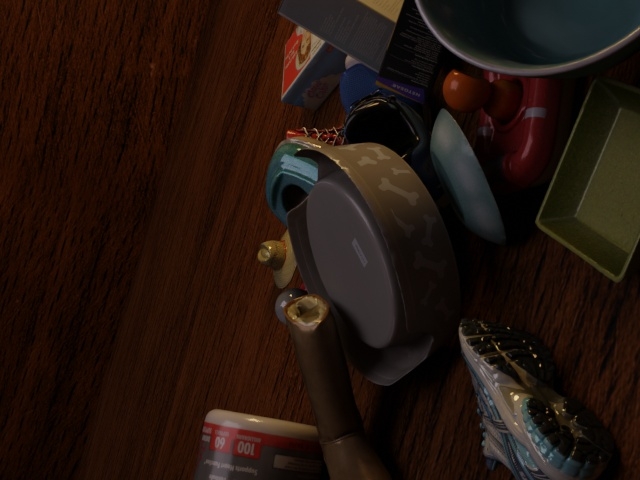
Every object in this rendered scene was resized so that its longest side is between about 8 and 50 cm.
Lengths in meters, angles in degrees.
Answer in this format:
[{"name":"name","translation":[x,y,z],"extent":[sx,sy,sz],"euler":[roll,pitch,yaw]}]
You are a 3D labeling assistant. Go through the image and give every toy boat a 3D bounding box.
[{"name":"toy boat","translation":[0.000,0.000,1.635],"extent":[0.267,0.148,0.318],"euler":[32,132,27]},{"name":"toy boat","translation":[0.224,-0.180,1.239],"extent":[0.151,0.151,0.231],"euler":[162,119,-66]}]

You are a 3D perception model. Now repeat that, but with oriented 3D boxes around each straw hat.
[{"name":"straw hat","translation":[-0.098,0.029,2.064],"extent":[0.144,0.061,0.145],"euler":[-167,90,-69]}]

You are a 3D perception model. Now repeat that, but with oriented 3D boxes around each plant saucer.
[{"name":"plant saucer","translation":[0.181,-0.074,1.273],"extent":[0.195,0.037,0.195],"euler":[-25,-90,-88]},{"name":"plant saucer","translation":[0.324,-0.068,1.058],"extent":[0.188,0.045,0.188],"euler":[-128,54,-64]}]

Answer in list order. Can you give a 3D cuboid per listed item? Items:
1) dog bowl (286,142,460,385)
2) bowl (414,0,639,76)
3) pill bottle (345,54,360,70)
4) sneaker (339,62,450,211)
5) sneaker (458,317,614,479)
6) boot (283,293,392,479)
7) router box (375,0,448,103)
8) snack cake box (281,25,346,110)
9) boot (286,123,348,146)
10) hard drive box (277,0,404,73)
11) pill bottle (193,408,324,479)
[{"name":"dog bowl","translation":[0.071,0.022,1.378],"extent":[0.349,0.102,0.349],"euler":[51,153,39]},{"name":"bowl","translation":[0.271,-0.303,1.082],"extent":[0.311,0.163,0.312],"euler":[-6,76,27]},{"name":"pill bottle","translation":[0.102,-0.329,1.708],"extent":[0.112,0.112,0.187],"euler":[160,121,-66]},{"name":"sneaker","translation":[0.100,-0.182,1.493],"extent":[0.129,0.147,0.330],"euler":[-38,43,11]},{"name":"sneaker","translation":[0.209,0.193,1.105],"extent":[0.283,0.110,0.122],"euler":[-113,38,-58]},{"name":"boot","translation":[0.021,0.235,1.412],"extent":[0.236,0.089,0.270],"euler":[-147,42,-69]},{"name":"router box","translation":[0.182,-0.380,1.365],"extent":[0.243,0.081,0.309],"euler":[109,-176,-51]},{"name":"snack cake box","translation":[0.011,-0.401,2.020],"extent":[0.264,0.089,0.152],"euler":[137,140,-56]},{"name":"boot","translation":[0.044,-0.180,1.669],"extent":[0.244,0.176,0.088],"euler":[-51,28,45]},{"name":"hard drive box","translation":[0.076,-0.364,1.551],"extent":[0.089,0.232,0.181],"euler":[-59,-1,37]},{"name":"pill bottle","translation":[-0.119,0.473,1.624],"extent":[0.210,0.210,0.363],"euler":[164,118,-67]}]
